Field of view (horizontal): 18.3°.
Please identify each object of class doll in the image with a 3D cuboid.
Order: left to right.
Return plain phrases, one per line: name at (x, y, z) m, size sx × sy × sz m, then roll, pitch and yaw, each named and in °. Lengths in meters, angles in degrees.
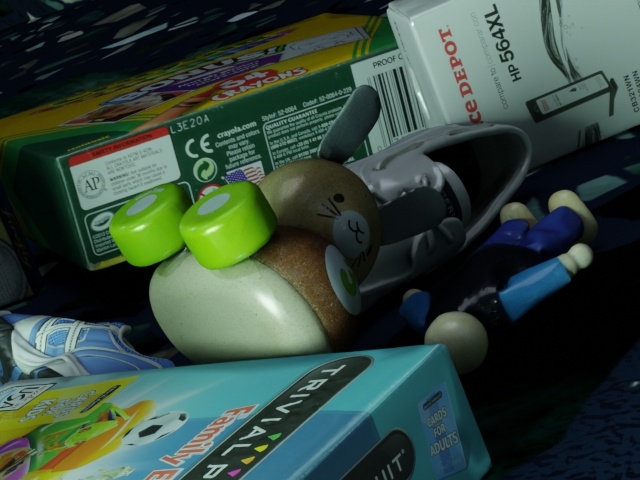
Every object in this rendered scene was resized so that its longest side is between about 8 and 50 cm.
doll at (0.111, 0.024, 1.213) m, size 0.129 × 0.046 × 0.189 m, roll -15°, pitch 17°, yaw 33°

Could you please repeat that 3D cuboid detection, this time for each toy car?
toy car at (0.000, 0.000, 1.181) m, size 0.188 × 0.155 × 0.149 m, roll -43°, pitch 25°, yaw -28°

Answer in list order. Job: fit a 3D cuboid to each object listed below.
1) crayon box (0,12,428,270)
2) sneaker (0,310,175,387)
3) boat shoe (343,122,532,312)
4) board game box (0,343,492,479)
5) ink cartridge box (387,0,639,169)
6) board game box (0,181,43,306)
crayon box at (-0.086, -0.097, 1.711) m, size 0.363 × 0.106 × 0.313 m, roll -20°, pitch 15°, yaw -18°
sneaker at (-0.164, 0.091, 1.318) m, size 0.081 × 0.080 × 0.211 m, roll -21°, pitch 24°, yaw -25°
boat shoe at (0.061, -0.018, 1.350) m, size 0.088 × 0.096 × 0.267 m, roll -15°, pitch 8°, yaw 37°
board game box at (-0.120, 0.153, 1.023) m, size 0.336 × 0.079 × 0.254 m, roll -8°, pitch 20°, yaw 39°
ink cartridge box at (0.172, -0.144, 1.510) m, size 0.203 × 0.148 × 0.086 m, roll -23°, pitch 18°, yaw -4°
board game box at (-0.357, -0.042, 1.679) m, size 0.165 × 0.243 × 0.042 m, roll -18°, pitch 15°, yaw 8°
